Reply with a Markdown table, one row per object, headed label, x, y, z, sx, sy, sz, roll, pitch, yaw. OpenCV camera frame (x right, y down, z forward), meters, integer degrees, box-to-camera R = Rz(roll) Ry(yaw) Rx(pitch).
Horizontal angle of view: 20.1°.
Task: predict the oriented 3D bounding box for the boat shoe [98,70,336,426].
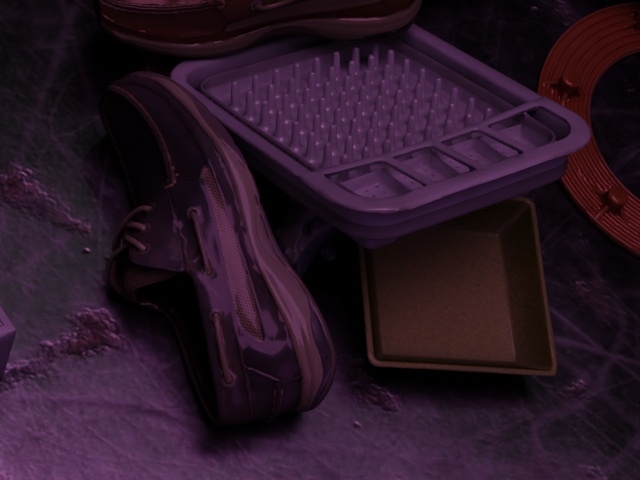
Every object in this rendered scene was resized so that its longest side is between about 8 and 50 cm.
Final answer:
| label | x | y | z | sx | sy | sz | roll | pitch | yaw |
| --- | --- | --- | --- | --- | --- | --- | --- | --- | --- |
| boat shoe | -0.118 | 0.005 | 1.601 | 0.130 | 0.132 | 0.355 | -22 | 69 | -27 |

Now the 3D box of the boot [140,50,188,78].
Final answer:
| label | x | y | z | sx | sy | sz | roll | pitch | yaw |
| --- | --- | --- | --- | --- | --- | --- | --- | --- | --- |
| boot | -0.128 | -0.183 | 1.756 | 0.106 | 0.037 | 0.114 | -8 | 61 | -7 |

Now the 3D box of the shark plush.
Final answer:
| label | x | y | z | sx | sy | sz | roll | pitch | yaw |
| --- | --- | --- | --- | --- | --- | --- | --- | --- | --- |
| shark plush | 0.000 | 0.000 | 1.688 | 0.067 | 0.073 | 0.161 | 44 | 46 | -29 |

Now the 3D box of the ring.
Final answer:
| label | x | y | z | sx | sy | sz | roll | pitch | yaw |
| --- | --- | --- | --- | --- | --- | --- | --- | --- | --- |
| ring | 0.386 | -0.115 | 1.885 | 0.336 | 0.032 | 0.336 | 7 | 60 | -13 |

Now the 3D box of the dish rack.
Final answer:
| label | x | y | z | sx | sy | sz | roll | pitch | yaw |
| --- | --- | --- | --- | --- | --- | --- | --- | --- | --- |
| dish rack | 0.050 | -0.101 | 1.670 | 0.285 | 0.072 | 0.333 | -20 | 39 | -32 |

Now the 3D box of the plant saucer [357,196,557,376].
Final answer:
| label | x | y | z | sx | sy | sz | roll | pitch | yaw |
| --- | --- | --- | --- | --- | --- | --- | --- | --- | --- |
| plant saucer | 0.118 | 0.044 | 1.698 | 0.188 | 0.045 | 0.188 | 5 | 62 | -19 |

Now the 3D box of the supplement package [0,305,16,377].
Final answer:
| label | x | y | z | sx | sy | sz | roll | pitch | yaw |
| --- | --- | --- | --- | --- | --- | --- | --- | --- | --- |
| supplement package | -0.350 | 0.048 | 1.518 | 0.105 | 0.105 | 0.179 | -28 | 74 | -29 |

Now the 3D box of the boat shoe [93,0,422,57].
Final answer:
| label | x | y | z | sx | sy | sz | roll | pitch | yaw |
| --- | --- | --- | --- | --- | --- | --- | --- | --- | --- |
| boat shoe | -0.054 | -0.259 | 1.715 | 0.324 | 0.120 | 0.122 | -7 | 53 | -16 |
